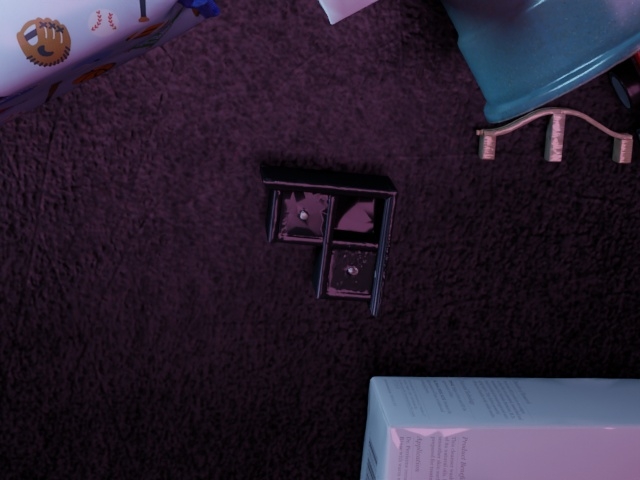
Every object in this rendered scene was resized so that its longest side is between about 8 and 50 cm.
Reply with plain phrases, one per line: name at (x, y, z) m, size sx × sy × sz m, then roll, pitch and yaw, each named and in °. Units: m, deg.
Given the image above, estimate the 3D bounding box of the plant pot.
plant pot at (0.213, -0.345, 1.224) m, size 0.341 × 0.341 × 0.334 m, roll -34°, pitch 99°, yaw 5°

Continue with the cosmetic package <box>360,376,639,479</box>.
cosmetic package at (0.251, 0.291, 1.575) m, size 0.385 × 0.156 × 0.217 m, roll 2°, pitch 107°, yaw -8°

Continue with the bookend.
bookend at (0.000, 0.000, 1.499) m, size 0.157 × 0.072 × 0.156 m, roll 6°, pitch 107°, yaw -7°

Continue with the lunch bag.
lunch bag at (-0.336, -0.337, 1.283) m, size 0.328 × 0.239 × 0.385 m, roll -25°, pitch 92°, yaw 2°

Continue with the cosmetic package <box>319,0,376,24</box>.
cosmetic package at (-0.022, -0.380, 1.219) m, size 0.097 × 0.377 × 0.284 m, roll -29°, pitch 107°, yaw 9°

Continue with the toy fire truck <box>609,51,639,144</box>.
toy fire truck at (0.432, -0.175, 1.401) m, size 0.159 × 0.246 × 0.217 m, roll -28°, pitch 108°, yaw 3°

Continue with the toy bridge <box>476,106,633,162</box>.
toy bridge at (0.277, -0.125, 1.515) m, size 0.188 × 0.026 × 0.063 m, roll 2°, pitch 104°, yaw -7°
